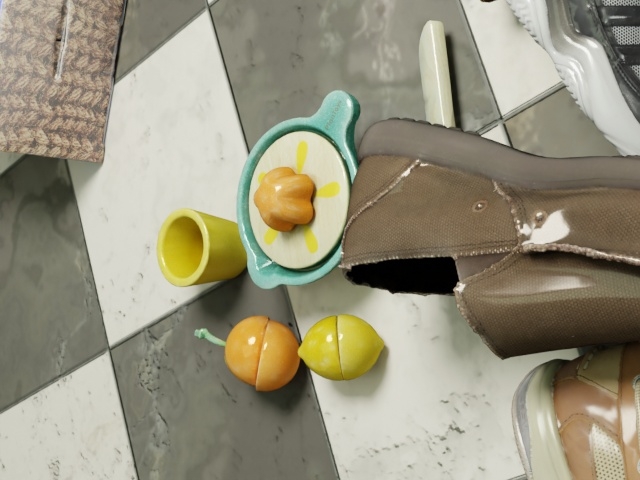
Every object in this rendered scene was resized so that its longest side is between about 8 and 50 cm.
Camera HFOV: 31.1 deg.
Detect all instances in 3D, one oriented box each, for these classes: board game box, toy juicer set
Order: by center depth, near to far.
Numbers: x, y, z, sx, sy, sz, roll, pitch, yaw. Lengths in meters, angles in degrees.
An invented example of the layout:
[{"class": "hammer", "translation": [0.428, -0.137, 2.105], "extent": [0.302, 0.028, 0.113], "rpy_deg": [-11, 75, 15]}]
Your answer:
[{"class": "toy juicer set", "translation": [0.000, 0.000, 0.910], "extent": [0.329, 0.089, 0.209], "rpy_deg": [-38, 63, 33]}, {"class": "board game box", "translation": [-0.352, -0.221, 1.206], "extent": [0.291, 0.141, 0.232], "rpy_deg": [15, 97, 42]}]

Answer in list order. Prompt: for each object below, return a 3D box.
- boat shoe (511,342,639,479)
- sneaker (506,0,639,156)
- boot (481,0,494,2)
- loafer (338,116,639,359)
[{"class": "boat shoe", "translation": [0.220, 0.208, 0.681], "extent": [0.116, 0.123, 0.324], "rpy_deg": [-32, 68, 34]}, {"class": "sneaker", "translation": [0.210, -0.157, 0.703], "extent": [0.153, 0.101, 0.268], "rpy_deg": [-39, 79, 28]}, {"class": "boot", "translation": [0.182, -0.333, 0.768], "extent": [0.264, 0.096, 0.280], "rpy_deg": [-21, 79, 26]}, {"class": "loafer", "translation": [0.155, 0.023, 0.710], "extent": [0.366, 0.134, 0.130], "rpy_deg": [16, 78, 46]}]
